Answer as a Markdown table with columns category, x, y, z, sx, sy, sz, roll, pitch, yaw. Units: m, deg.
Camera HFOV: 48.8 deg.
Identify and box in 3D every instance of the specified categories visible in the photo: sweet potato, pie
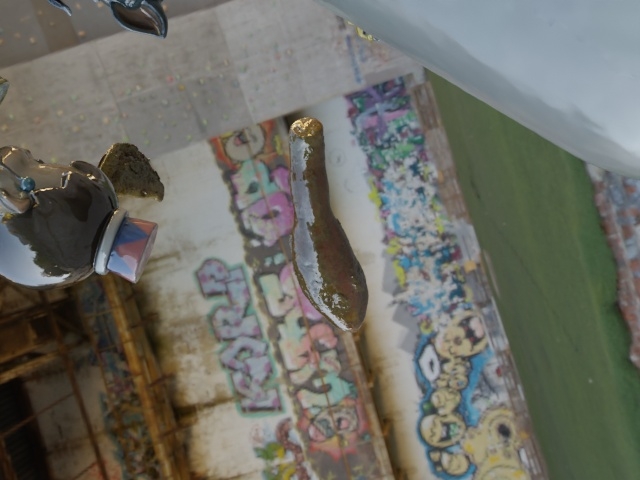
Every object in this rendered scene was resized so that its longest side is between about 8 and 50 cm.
| category | x | y | z | sx | sy | sz | roll | pitch | yaw |
| --- | --- | --- | --- | --- | --- | --- | --- | --- | --- |
| sweet potato | 0.000 | 0.000 | 1.095 | 0.109 | 0.109 | 0.385 | -95 | -11 | -57 |
| pie | -0.282 | -0.098 | 1.043 | 0.170 | 0.034 | 0.092 | 4 | -103 | -71 |

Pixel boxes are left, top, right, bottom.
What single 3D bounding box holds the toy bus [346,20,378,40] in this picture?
| category | x | y | z | sx | sy | sz | roll | pitch | yaw |
| --- | --- | --- | --- | --- | --- | --- | --- | --- | --- |
| toy bus | 0.101 | -0.437 | 1.062 | 0.121 | 0.123 | 0.335 | 90 | -158 | -48 |

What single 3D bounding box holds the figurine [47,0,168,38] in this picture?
| category | x | y | z | sx | sy | sz | roll | pitch | yaw |
| --- | --- | --- | --- | --- | --- | --- | --- | --- | --- |
| figurine | -0.350 | -0.405 | 1.074 | 0.140 | 0.265 | 0.193 | 90 | 171 | -60 |

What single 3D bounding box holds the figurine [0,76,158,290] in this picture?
| category | x | y | z | sx | sy | sz | roll | pitch | yaw |
| --- | --- | --- | --- | --- | --- | --- | --- | --- | --- |
| figurine | -0.294 | -0.046 | 0.707 | 0.275 | 0.158 | 0.161 | 41 | 161 | -19 |

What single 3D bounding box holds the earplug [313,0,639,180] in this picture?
| category | x | y | z | sx | sy | sz | roll | pitch | yaw |
| --- | --- | --- | --- | --- | --- | --- | --- | --- | --- |
| earplug | 0.221 | -0.221 | 0.509 | 0.394 | 0.312 | 0.312 | 35 | -178 | 11 |
